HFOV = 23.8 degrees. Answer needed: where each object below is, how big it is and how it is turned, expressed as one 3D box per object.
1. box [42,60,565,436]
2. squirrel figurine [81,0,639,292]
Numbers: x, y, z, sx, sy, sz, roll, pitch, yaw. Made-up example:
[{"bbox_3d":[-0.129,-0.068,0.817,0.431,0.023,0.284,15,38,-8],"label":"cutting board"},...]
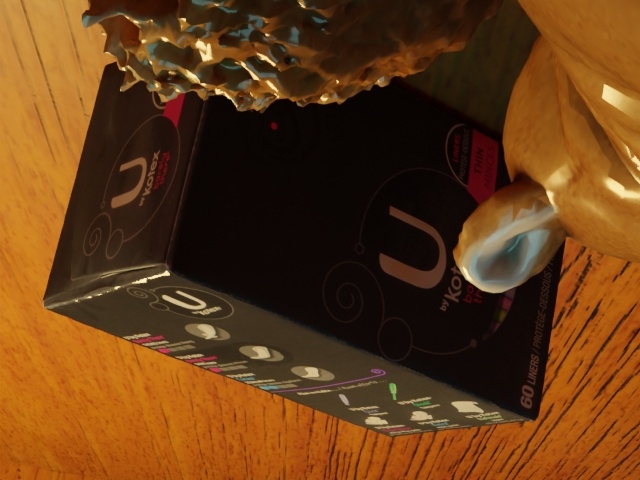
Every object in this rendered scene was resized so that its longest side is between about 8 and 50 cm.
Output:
[{"bbox_3d":[0.000,0.000,0.901,0.270,0.165,0.143,23,156,-32],"label":"box"},{"bbox_3d":[0.113,-0.110,0.516,0.397,0.281,0.370,26,169,-1],"label":"squirrel figurine"}]
